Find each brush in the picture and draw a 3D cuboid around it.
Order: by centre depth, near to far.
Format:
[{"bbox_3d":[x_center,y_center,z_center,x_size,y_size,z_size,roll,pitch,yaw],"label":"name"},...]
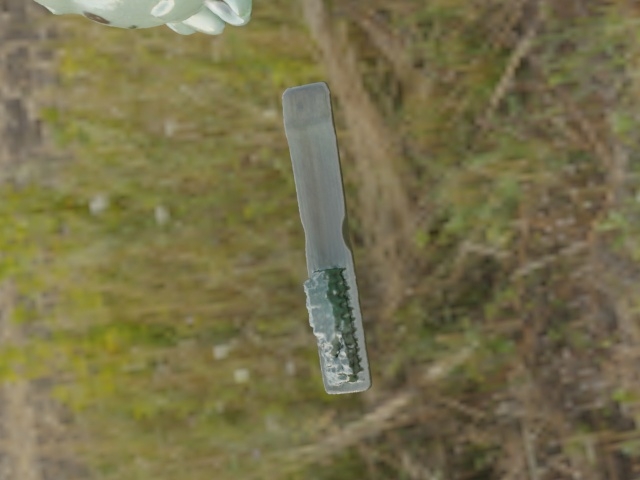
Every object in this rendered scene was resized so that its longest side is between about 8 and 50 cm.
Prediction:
[{"bbox_3d":[0.000,0.000,1.144,0.034,0.027,0.190,-6,93,28],"label":"brush"}]

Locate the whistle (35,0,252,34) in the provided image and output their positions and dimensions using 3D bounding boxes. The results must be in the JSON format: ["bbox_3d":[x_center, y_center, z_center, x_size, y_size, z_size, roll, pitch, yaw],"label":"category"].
[{"bbox_3d":[-0.121,-0.156,0.724,0.244,0.092,0.110,38,164,10],"label":"whistle"}]
